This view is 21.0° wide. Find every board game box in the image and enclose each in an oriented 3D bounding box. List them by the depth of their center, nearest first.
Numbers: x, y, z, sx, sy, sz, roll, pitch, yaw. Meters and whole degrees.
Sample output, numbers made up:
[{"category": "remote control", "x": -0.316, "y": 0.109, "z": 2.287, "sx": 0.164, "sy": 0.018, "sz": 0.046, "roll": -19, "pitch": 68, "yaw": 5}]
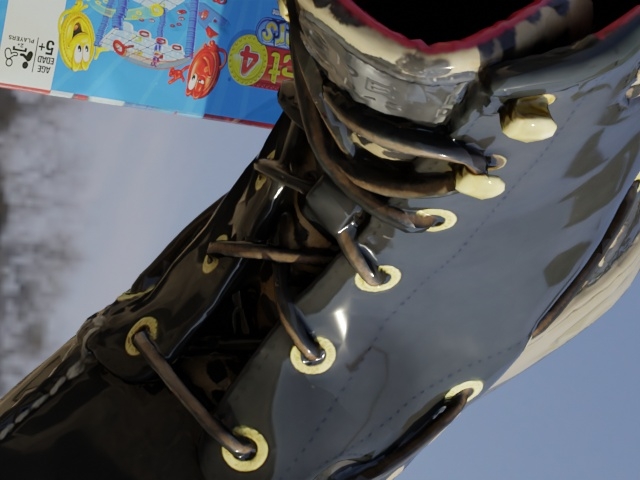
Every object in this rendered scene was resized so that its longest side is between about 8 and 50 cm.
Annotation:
[{"category": "board game box", "x": -0.137, "y": -0.126, "z": 1.021, "sx": 0.308, "sy": 0.302, "sz": 0.086, "roll": 14, "pitch": -84, "yaw": 49}]

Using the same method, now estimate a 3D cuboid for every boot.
[{"category": "boot", "x": 0.000, "y": 0.000, "z": 0.576, "sx": 0.138, "sy": 0.377, "sz": 0.284, "roll": 49, "pitch": -24, "yaw": 20}]
